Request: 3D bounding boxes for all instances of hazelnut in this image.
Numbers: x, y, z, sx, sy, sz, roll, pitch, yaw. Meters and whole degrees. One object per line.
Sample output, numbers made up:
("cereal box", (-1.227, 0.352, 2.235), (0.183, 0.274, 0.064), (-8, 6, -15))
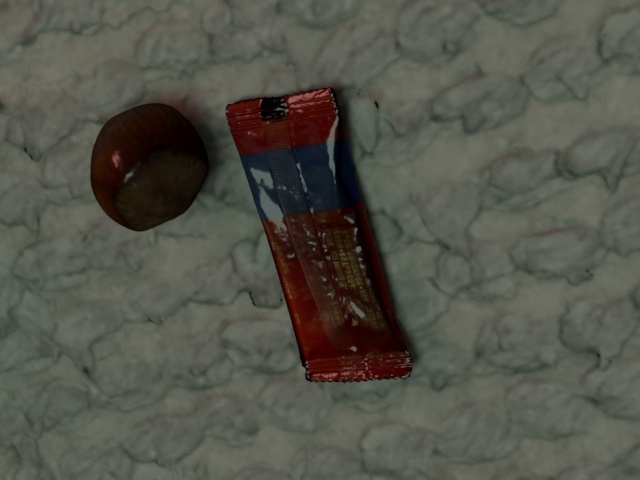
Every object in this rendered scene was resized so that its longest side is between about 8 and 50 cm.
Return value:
("hazelnut", (-0.114, -0.049, 1.259), (0.086, 0.086, 0.086), (11, 117, 22))

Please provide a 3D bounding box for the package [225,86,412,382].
("package", (0.000, 0.000, 1.252), (0.083, 0.022, 0.200), (-7, 109, 28))
